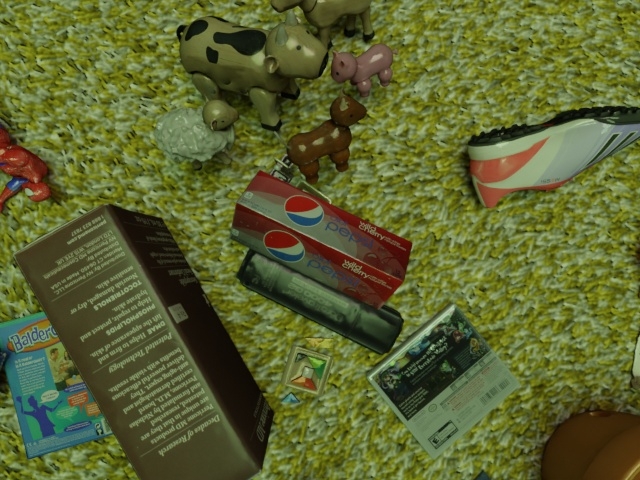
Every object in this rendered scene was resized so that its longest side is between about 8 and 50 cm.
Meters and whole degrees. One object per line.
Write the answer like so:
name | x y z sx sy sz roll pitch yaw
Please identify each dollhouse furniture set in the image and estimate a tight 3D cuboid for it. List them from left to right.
dollhouse furniture set | -0.023 -0.102 0.641 0.114 0.081 0.091 35 87 0

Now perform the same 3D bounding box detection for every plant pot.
plant pot | 0.466 0.378 0.580 0.290 0.203 0.291 0 88 -3

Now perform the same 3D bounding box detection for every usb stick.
usb stick | 0.001 0.095 0.654 0.277 0.045 0.077 26 94 -1

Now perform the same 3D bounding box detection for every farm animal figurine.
farm animal figurine | -0.056 -0.262 0.571 0.326 0.172 0.331 3 66 10

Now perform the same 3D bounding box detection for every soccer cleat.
soccer cleat | 0.394 -0.142 0.660 0.317 0.109 0.117 -14 110 -5

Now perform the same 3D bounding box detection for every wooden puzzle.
wooden puzzle | -0.021 0.212 0.663 0.078 0.014 0.117 12 88 -1

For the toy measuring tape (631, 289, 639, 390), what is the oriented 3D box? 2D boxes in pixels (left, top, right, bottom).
toy measuring tape | 0.577 0.090 0.640 0.121 0.121 0.331 14 87 -1

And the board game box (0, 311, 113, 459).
board game box | -0.390 0.207 0.633 0.160 0.047 0.211 -15 89 -2

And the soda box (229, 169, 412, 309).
soda box | 0.000 0.000 0.621 0.263 0.092 0.084 26 48 -2

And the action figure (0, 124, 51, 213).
action figure | -0.538 -0.147 0.622 0.139 0.091 0.280 -43 89 -10

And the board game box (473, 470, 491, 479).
board game box | 0.237 0.494 0.650 0.201 0.035 0.136 -41 90 -3

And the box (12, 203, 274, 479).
box | -0.221 0.150 0.570 0.143 0.191 0.382 -29 89 -3

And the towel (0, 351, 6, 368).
towel | -0.654 0.181 0.568 0.335 0.040 0.243 31 105 -13

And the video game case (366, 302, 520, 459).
video game case | 0.200 0.228 0.667 0.190 0.022 0.173 -39 90 -2
